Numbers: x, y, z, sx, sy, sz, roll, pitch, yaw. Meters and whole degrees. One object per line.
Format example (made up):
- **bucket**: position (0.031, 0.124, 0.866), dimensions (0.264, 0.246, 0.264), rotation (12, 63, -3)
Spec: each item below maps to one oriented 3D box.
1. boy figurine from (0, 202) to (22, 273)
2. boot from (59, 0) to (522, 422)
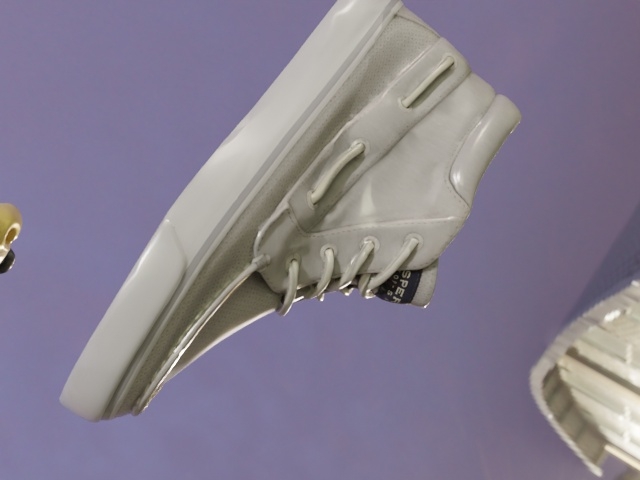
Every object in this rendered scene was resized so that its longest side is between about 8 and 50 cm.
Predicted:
- **boy figurine**: position (-0.441, 0.016, 1.095), dimensions (0.177, 0.092, 0.285), rotation (-46, 4, -16)
- **boot**: position (0.000, 0.000, 0.427), dimensions (0.258, 0.123, 0.095), rotation (-55, 3, -15)
